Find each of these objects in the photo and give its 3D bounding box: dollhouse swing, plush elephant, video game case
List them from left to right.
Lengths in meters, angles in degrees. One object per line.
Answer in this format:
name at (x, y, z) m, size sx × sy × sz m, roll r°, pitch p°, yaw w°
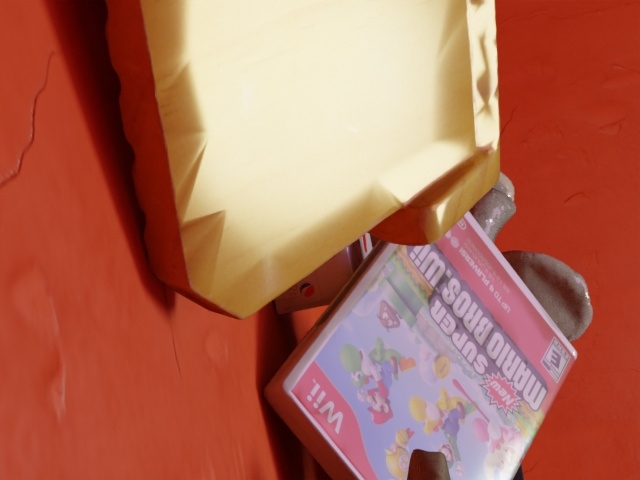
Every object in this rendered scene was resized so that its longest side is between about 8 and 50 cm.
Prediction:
dollhouse swing at (-0.060, -0.167, 0.809) m, size 0.315 × 0.305 × 0.347 m, roll 27°, pitch -48°, yaw 47°
video game case at (0.091, 0.102, 1.029) m, size 0.204 × 0.025 × 0.285 m, roll 51°, pitch 44°, yaw -12°
plush elephant at (0.173, 0.096, 1.494) m, size 0.255 × 0.272 × 0.330 m, roll 40°, pitch 18°, yaw 13°

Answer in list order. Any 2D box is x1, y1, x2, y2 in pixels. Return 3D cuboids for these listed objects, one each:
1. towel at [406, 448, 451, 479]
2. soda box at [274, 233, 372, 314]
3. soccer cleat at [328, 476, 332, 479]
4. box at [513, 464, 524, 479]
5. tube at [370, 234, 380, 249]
towel at (0.098, 0.333, 0.795) m, size 0.324 × 0.056 × 0.312 m, roll -93°, pitch 169°, yaw -68°
soda box at (0.000, 0.000, 1.130) m, size 0.216 × 0.069 × 0.074 m, roll -60°, pitch 138°, yaw -78°
soccer cleat at (0.050, 0.248, 1.162) m, size 0.196 × 0.068 × 0.076 m, roll 73°, pitch 11°, yaw -56°
box at (0.132, 0.312, 1.211) m, size 0.395 × 0.097 × 0.318 m, roll 86°, pitch 3°, yaw -45°
tube at (0.051, -0.001, 1.656) m, size 0.207 × 0.052 × 0.080 m, roll -96°, pitch -177°, yaw -82°
